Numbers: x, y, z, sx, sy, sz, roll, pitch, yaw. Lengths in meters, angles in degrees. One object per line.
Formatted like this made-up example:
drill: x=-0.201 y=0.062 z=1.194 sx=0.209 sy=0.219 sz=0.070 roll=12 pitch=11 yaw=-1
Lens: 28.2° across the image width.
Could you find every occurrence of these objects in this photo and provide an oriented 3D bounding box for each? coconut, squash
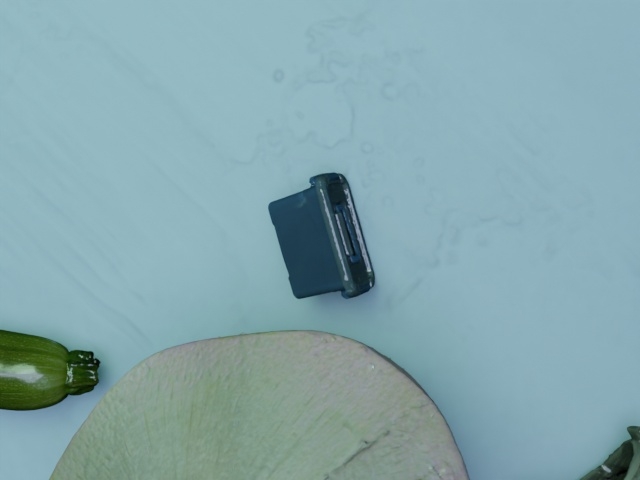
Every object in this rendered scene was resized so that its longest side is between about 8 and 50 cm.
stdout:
coconut: x=-0.035 y=0.201 z=0.887 sx=0.298 sy=0.309 sz=0.297 roll=0 pitch=89 yaw=7
squash: x=-0.304 y=0.094 z=1.035 sx=0.258 sy=0.069 sz=0.069 roll=14 pitch=92 yaw=5

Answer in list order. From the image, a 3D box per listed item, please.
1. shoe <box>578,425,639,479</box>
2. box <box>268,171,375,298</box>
shoe: x=0.171 y=0.248 z=0.982 sx=0.275 sy=0.103 sz=0.098 roll=-33 pitch=87 yaw=-2
box: x=0.000 y=0.000 z=1.007 sx=0.054 sy=0.074 sz=0.099 roll=-16 pitch=89 yaw=19
